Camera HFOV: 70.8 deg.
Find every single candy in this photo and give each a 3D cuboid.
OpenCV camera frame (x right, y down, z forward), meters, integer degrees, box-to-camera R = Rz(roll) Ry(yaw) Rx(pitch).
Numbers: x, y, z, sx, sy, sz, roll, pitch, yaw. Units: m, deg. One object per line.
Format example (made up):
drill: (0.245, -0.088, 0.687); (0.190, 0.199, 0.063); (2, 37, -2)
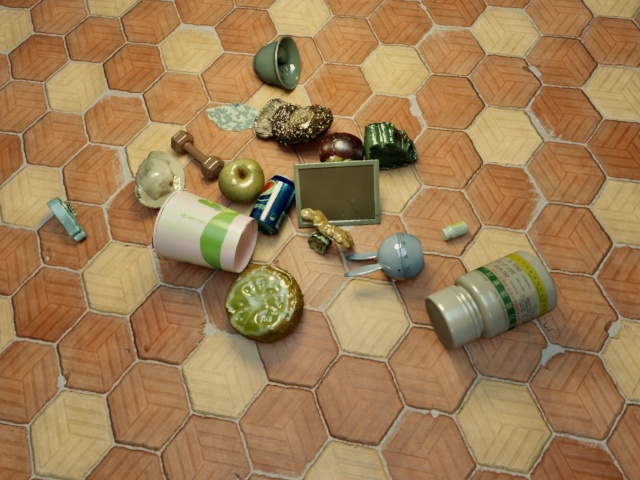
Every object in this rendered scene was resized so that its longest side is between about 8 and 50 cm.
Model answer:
candy: (-0.182, 0.202, 1.457); (0.260, 0.118, 0.260); (-2, 68, 5)

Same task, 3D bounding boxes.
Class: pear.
pear: (-0.279, -0.212, 1.606); (0.167, 0.136, 0.167); (0, 71, -1)

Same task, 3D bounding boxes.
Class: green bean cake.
green bean cake: (0.252, -0.338, 1.590); (0.193, 0.208, 0.107); (-5, 72, 3)

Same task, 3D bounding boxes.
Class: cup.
cup: (-0.186, -0.696, 1.775); (0.150, 0.199, 0.199); (6, 69, 25)
cup: (-0.364, -0.016, 1.472); (0.274, 0.253, 0.253); (17, 71, 10)

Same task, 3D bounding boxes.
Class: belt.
belt: (-0.907, -0.072, 1.627); (0.065, 0.100, 0.179); (-35, 87, -11)

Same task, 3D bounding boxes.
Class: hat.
hat: (0.000, 0.000, 1.546); (0.077, 0.076, 0.059); (35, 55, 9)

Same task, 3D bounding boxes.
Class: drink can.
drink can: (-0.165, -0.124, 1.578); (0.118, 0.118, 0.205); (21, 71, 10)

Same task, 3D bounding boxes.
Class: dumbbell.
dumbbell: (-0.459, -0.320, 1.683); (0.231, 0.082, 0.092); (40, 77, 15)

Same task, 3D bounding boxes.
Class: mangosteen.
mangosteen: (0.076, -0.297, 1.606); (0.166, 0.166, 0.180); (-3, 65, 2)

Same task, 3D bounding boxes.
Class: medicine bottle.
medicine bottle: (0.460, -0.033, 1.548); (0.083, 0.047, 0.047); (-20, 70, -5)
medicine bottle: (0.512, 0.186, 1.378); (0.340, 0.208, 0.208); (-23, 70, -6)

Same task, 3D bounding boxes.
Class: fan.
fan: (-0.339, -0.489, 1.778); (0.240, 0.009, 0.131); (6, 70, 5)

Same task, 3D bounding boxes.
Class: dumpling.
dumpling: (-0.581, -0.224, 1.645); (0.172, 0.142, 0.247); (19, 60, -28)

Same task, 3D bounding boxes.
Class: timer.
timer: (0.224, 0.078, 1.483); (0.255, 0.175, 0.175); (-32, 69, 20)

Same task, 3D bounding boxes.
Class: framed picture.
framed picture: (0.059, -0.161, 1.563); (0.293, 0.018, 0.231); (-2, 109, 2)

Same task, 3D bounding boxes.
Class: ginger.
ginger: (0.035, -0.041, 1.517); (0.052, 0.193, 0.176); (-62, 33, 16)

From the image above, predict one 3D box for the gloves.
gloves: (-0.090, -0.436, 1.676); (0.312, 0.135, 0.210); (26, 50, 33)
